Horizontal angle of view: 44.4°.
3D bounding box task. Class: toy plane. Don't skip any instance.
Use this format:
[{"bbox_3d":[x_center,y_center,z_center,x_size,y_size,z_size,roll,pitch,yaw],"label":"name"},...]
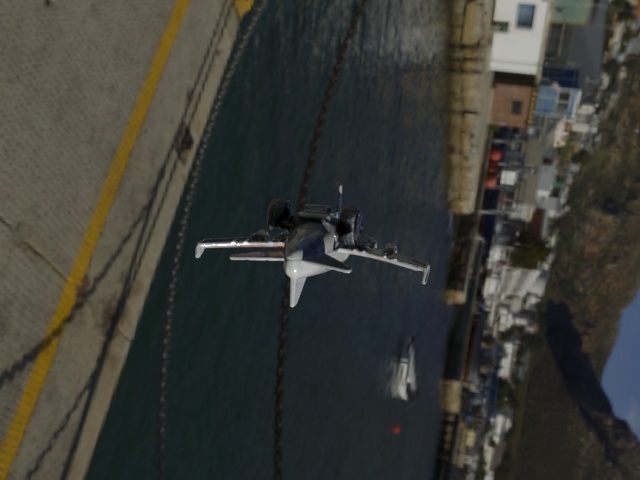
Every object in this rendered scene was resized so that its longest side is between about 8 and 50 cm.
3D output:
[{"bbox_3d":[0.000,0.000,0.563,0.171,0.162,0.065,-50,144,-69],"label":"toy plane"}]
